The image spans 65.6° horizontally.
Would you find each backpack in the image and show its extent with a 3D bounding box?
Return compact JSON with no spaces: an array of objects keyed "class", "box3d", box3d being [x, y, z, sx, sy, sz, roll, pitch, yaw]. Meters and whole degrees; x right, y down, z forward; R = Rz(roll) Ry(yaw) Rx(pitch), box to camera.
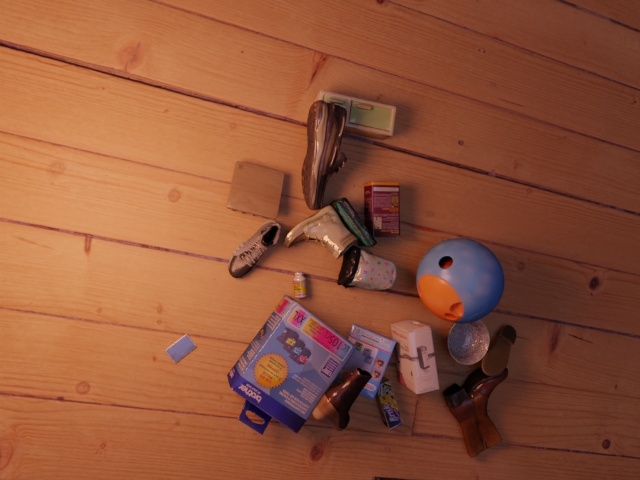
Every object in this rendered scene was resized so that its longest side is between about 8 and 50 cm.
[{"class":"backpack","box3d":[0.164,0.108,1.687,0.182,0.115,0.152,19,83,-18]}]

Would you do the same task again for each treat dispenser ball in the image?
[{"class":"treat dispenser ball","box3d":[0.469,0.135,1.680,0.288,0.288,0.288,0,91,-16]}]

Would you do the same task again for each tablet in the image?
[{"class":"tablet","box3d":[-0.443,0.343,1.577,0.083,0.006,0.054,-38,100,-11]}]

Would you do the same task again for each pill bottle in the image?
[{"class":"pill bottle","box3d":[-0.068,0.147,1.659,0.043,0.043,0.083,-5,92,-15]}]

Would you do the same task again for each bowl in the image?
[{"class":"bowl","box3d":[0.518,0.357,1.806,0.170,0.080,0.170,0,91,-16]}]

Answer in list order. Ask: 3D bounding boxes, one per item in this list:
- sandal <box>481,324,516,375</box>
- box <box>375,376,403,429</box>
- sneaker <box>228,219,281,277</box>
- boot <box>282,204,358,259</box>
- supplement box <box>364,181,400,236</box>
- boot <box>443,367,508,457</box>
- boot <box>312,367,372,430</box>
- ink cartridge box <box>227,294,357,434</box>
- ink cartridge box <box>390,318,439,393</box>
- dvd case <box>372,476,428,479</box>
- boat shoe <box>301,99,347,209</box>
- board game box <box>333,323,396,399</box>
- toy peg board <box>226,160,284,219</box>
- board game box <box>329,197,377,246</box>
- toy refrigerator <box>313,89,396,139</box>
[{"class":"sandal","box3d":[0.650,0.419,1.850,0.088,0.079,0.240,42,58,3]},{"class":"box","box3d":[0.233,0.571,1.743,0.059,0.054,0.169,-19,95,-14]},{"class":"sneaker","box3d":[-0.206,0.025,1.573,0.086,0.132,0.228,40,80,-13]},{"class":"boot","box3d":[0.000,0.000,1.634,0.213,0.077,0.165,-35,78,-16]},{"class":"supplement box","box3d":[0.211,-0.106,1.713,0.104,0.081,0.188,-1,91,-16]},{"class":"boot","box3d":[0.616,0.629,1.830,0.264,0.096,0.280,-28,99,-14]},{"class":"boot","box3d":[0.097,0.515,1.614,0.207,0.248,0.090,-44,58,1]},{"class":"ink cartridge box","box3d":[-0.112,0.418,1.600,0.270,0.151,0.395,38,83,-13]},{"class":"ink cartridge box","box3d":[0.323,0.395,1.711,0.092,0.158,0.218,-8,92,-15]},{"class":"dvd case","box3d":[0.277,0.937,1.780,0.221,0.018,0.164,11,87,-15]},{"class":"boat shoe","box3d":[0.022,-0.264,1.595,0.130,0.132,0.355,0,115,-16]},{"class":"board game box","box3d":[0.147,0.412,1.699,0.160,0.039,0.211,22,84,7]},{"class":"toy peg board","box3d":[-0.214,-0.152,1.608,0.161,0.079,0.160,13,72,-16]},{"class":"board game box","box3d":[0.108,-0.059,1.662,0.026,0.126,0.186,-38,99,-12]},{"class":"toy refrigerator","box3d":[0.113,-0.420,1.675,0.269,0.094,0.102,8,89,-15]}]
